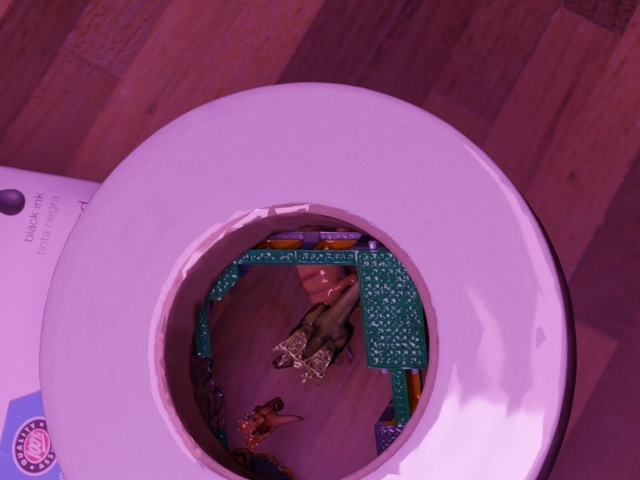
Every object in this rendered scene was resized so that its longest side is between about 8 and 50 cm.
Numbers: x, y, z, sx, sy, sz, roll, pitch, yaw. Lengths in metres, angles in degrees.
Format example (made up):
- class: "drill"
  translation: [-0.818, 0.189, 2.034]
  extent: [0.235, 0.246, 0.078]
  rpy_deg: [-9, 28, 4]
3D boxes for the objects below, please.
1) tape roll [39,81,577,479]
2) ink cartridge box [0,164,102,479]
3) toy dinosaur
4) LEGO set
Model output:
- class: "tape roll"
  translation: [-0.010, 0.082, 1.286]
  extent: [0.392, 0.072, 0.392]
  rpy_deg: [-2, 81, 13]
- class: "ink cartridge box"
  translation: [-0.331, 0.080, 1.483]
  extent: [0.395, 0.166, 0.285]
  rpy_deg: [10, 77, 5]
- class: "toy dinosaur"
  translation: [0.000, 0.000, 1.544]
  extent: [0.112, 0.064, 0.211]
  rpy_deg: [-18, 77, -1]
- class: "LEGO set"
  translation: [0.016, 0.091, 1.465]
  extent: [0.255, 0.192, 0.331]
  rpy_deg: [-9, 105, 19]
